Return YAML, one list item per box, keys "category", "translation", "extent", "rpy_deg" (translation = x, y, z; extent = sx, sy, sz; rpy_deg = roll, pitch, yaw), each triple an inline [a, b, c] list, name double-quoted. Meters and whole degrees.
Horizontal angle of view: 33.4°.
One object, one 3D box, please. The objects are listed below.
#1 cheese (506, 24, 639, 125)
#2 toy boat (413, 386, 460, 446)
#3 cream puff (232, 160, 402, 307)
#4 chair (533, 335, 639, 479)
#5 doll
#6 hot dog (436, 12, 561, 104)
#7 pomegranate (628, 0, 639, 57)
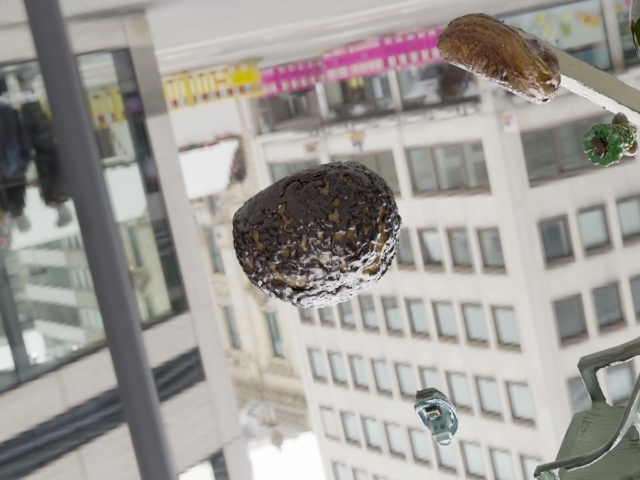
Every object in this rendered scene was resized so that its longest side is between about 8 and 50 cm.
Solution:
- category: "cheese"
  translation: [0.500, -0.303, 2.016]
  extent: [0.400, 0.085, 0.034]
  rpy_deg: [19, 138, -28]
- category: "toy boat"
  translation: [0.182, 0.278, 1.635]
  extent: [0.059, 0.066, 0.140]
  rpy_deg: [-16, 145, 13]
- category: "cream puff"
  translation: [0.000, 0.000, 1.446]
  extent: [0.239, 0.165, 0.239]
  rpy_deg: [-18, 160, -7]
- category: "chair"
  translation: [0.366, 0.249, 1.265]
  extent: [0.190, 0.275, 0.203]
  rpy_deg: [-16, -151, 41]
- category: "doll"
  translation: [0.510, -0.176, 1.803]
  extent: [0.113, 0.078, 0.076]
  rpy_deg: [-23, -177, -19]
- category: "hot dog"
  translation: [0.293, -0.300, 1.730]
  extent: [0.227, 0.099, 0.160]
  rpy_deg: [30, -170, 34]
- category: "pomegranate"
  translation: [0.602, -0.290, 1.494]
  extent: [0.310, 0.216, 0.358]
  rpy_deg: [29, 169, -19]
